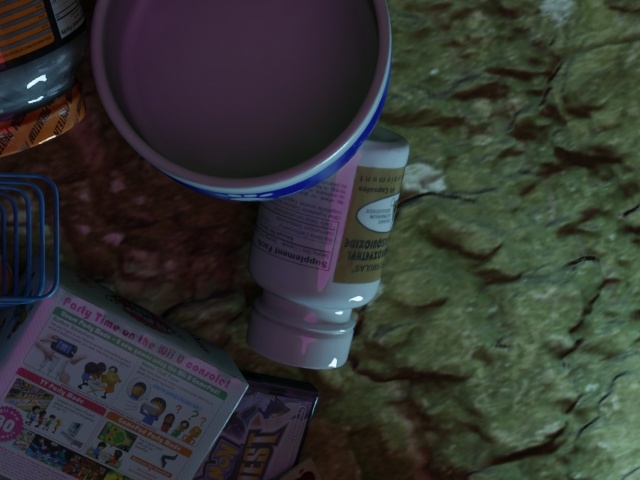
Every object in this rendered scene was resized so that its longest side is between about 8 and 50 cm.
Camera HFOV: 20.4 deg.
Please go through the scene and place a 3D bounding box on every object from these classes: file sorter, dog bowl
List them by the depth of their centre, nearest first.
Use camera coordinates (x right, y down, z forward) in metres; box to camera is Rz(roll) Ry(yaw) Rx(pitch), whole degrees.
[{"bbox_3d":[-0.306,0.005,1.576,0.104,0.170,0.118,2,84,-27],"label":"file sorter"},{"bbox_3d":[-0.067,-0.169,1.591,0.265,0.104,0.265,0,83,4],"label":"dog bowl"}]

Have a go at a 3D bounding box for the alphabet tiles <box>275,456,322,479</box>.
[{"bbox_3d":[-0.072,0.360,1.831,0.237,0.009,0.198,-34,124,-17],"label":"alphabet tiles"}]

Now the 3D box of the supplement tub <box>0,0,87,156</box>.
[{"bbox_3d":[-0.312,-0.236,1.505,0.193,0.193,0.316,-18,111,-12],"label":"supplement tub"}]

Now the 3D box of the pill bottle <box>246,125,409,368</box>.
[{"bbox_3d":[0.000,0.000,1.716,0.131,0.131,0.229,7,104,-20],"label":"pill bottle"}]

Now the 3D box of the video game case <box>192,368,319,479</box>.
[{"bbox_3d":[-0.156,0.253,1.795,0.248,0.035,0.275,13,102,-21],"label":"video game case"}]

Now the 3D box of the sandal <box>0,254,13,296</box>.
[{"bbox_3d":[-0.389,0.113,1.652,0.265,0.076,0.102,-47,114,0],"label":"sandal"}]

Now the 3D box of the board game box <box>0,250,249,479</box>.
[{"bbox_3d":[-0.244,0.198,1.679,0.224,0.097,0.303,30,97,-23],"label":"board game box"}]
